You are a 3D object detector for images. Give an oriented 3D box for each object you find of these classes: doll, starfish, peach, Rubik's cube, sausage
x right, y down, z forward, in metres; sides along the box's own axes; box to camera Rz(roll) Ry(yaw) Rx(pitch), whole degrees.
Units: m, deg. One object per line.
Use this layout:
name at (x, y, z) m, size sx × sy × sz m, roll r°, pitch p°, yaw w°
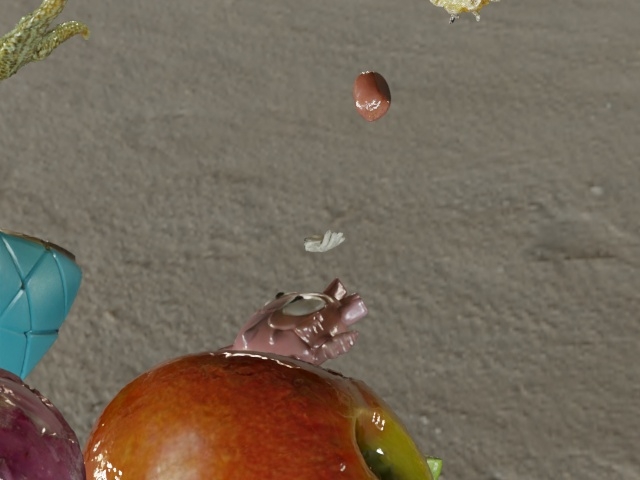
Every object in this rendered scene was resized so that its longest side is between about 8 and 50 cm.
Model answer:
doll at (-0.035, 0.128, 1.522) m, size 0.211 × 0.093 × 0.262 m, roll -33°, pitch 16°, yaw -18°
starfish at (-0.449, -0.238, 1.448) m, size 0.347 × 0.078 × 0.358 m, roll -15°, pitch 1°, yaw 4°
peach at (-0.074, 0.275, 1.081) m, size 0.373 × 0.372 × 0.290 m, roll -5°, pitch 27°, yaw 11°
Rubik's cube at (-0.399, 0.085, 1.263) m, size 0.254 × 0.254 × 0.254 m, roll -8°, pitch 33°, yaw 5°
sausage at (0.079, -0.230, 1.803) m, size 0.054 × 0.059 × 0.094 m, roll -40°, pitch 34°, yaw 26°

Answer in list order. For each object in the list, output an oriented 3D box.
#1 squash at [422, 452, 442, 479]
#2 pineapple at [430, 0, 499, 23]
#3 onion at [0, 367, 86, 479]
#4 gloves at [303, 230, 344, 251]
squash at (-0.018, 0.274, 1.373) m, size 0.289 × 0.111 × 0.203 m, roll 5°, pitch 7°, yaw -7°
pineapple at (0.213, -0.444, 1.778) m, size 0.047 × 0.221 × 0.221 m, roll -24°, pitch 33°, yaw -39°
onion at (-0.252, 0.183, 0.722) m, size 0.207 × 0.200 × 0.200 m, roll -9°, pitch 31°, yaw -15°
gloves at (0.001, 0.002, 1.932) m, size 0.081 × 0.037 × 0.044 m, roll -17°, pitch 26°, yaw 17°
